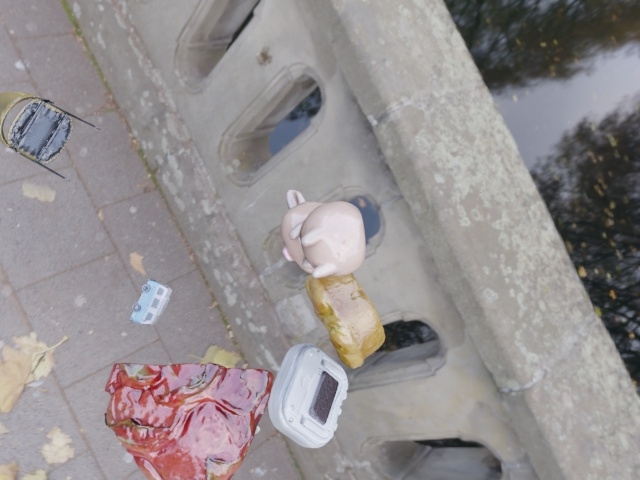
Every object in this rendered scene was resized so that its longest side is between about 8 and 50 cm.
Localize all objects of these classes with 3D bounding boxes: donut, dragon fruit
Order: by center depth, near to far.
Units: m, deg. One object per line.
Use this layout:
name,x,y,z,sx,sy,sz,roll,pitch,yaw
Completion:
dragon fruit,-0.286,0.382,1.106,0.329,0.228,0.286,33,52,-28
donut,0.068,0.213,1.527,0.150,0.317,0.299,-30,95,-5

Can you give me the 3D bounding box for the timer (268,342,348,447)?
timer,-0.026,0.436,1.503,0.237,0.087,0.262,44,50,-27

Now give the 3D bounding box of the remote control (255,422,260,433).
remote control,-0.313,0.514,1.623,0.309,0.090,0.038,44,26,-25

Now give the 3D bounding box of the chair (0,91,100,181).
chair,-0.721,-0.284,1.346,0.172,0.247,0.159,35,82,-50

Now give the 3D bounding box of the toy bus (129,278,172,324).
toy bus,-0.460,0.174,1.442,0.075,0.060,0.123,23,83,3

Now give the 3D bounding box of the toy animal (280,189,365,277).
toy animal,0.003,-0.012,1.037,0.154,0.250,0.166,-19,106,-19
